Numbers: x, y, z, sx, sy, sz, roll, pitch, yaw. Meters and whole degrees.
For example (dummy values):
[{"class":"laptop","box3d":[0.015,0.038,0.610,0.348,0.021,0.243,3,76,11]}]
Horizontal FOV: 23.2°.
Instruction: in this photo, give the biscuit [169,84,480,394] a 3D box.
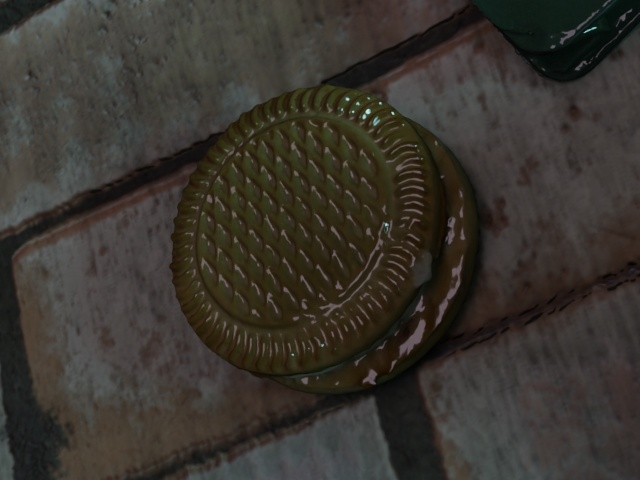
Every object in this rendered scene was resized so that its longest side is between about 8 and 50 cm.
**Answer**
[{"class":"biscuit","box3d":[0.000,0.000,1.234,0.259,0.079,0.259,-11,67,27]}]

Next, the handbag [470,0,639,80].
[{"class":"handbag","box3d":[0.200,-0.285,1.213,0.260,0.079,0.247,-43,59,10]}]
